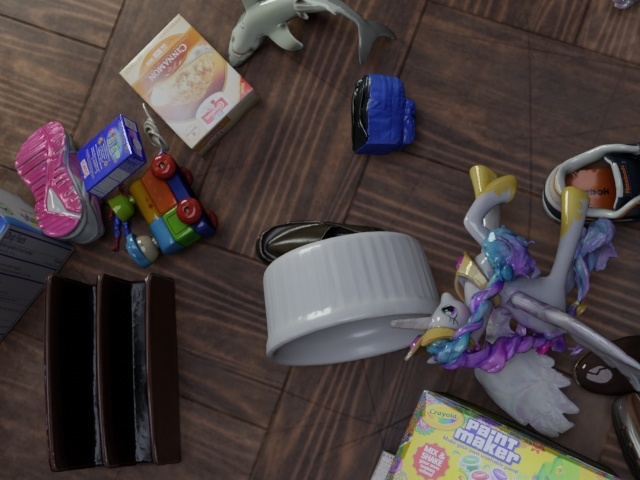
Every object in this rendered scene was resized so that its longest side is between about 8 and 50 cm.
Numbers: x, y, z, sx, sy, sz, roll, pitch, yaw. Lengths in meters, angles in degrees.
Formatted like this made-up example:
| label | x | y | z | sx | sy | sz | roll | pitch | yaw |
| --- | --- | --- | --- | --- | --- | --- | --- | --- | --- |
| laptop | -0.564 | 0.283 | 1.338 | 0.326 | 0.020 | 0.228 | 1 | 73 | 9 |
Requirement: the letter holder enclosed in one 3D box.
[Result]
| label | x | y | z | sx | sy | sz | roll | pitch | yaw |
| --- | --- | --- | --- | --- | --- | --- | --- | --- | --- |
| letter holder | -0.326 | 0.203 | 1.864 | 0.152 | 0.214 | 0.302 | -5 | 81 | 10 |

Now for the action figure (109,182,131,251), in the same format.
| label | x | y | z | sx | sy | sz | roll | pitch | yaw |
| --- | --- | --- | --- | --- | --- | --- | --- | --- | --- |
| action figure | -0.333 | -0.040 | 1.997 | 0.038 | 0.030 | 0.115 | -4 | 79 | 13 |

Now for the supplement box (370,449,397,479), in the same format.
| label | x | y | z | sx | sy | sz | roll | pitch | yaw |
| --- | --- | --- | --- | --- | --- | --- | --- | --- | --- |
| supplement box | 0.097 | 0.374 | 1.841 | 0.036 | 0.062 | 0.098 | 23 | 88 | 13 |

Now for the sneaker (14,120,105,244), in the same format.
| label | x | y | z | sx | sy | sz | roll | pitch | yaw |
| --- | --- | --- | --- | --- | --- | --- | --- | --- | --- |
| sneaker | -0.427 | -0.086 | 1.986 | 0.103 | 0.111 | 0.252 | -27 | 56 | 10 |

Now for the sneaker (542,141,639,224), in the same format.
| label | x | y | z | sx | sy | sz | roll | pitch | yaw |
| --- | --- | --- | --- | --- | --- | --- | --- | --- | --- |
| sneaker | 0.498 | -0.088 | 1.802 | 0.321 | 0.127 | 0.126 | -12 | 79 | 7 |

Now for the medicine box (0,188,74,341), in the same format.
| label | x | y | z | sx | sy | sz | roll | pitch | yaw |
| --- | --- | --- | --- | --- | --- | --- | --- | --- | --- |
| medicine box | -0.576 | 0.060 | 1.905 | 0.149 | 0.263 | 0.289 | 38 | 90 | 13 |

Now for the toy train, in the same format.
| label | x | y | z | sx | sy | sz | roll | pitch | yaw |
| --- | --- | --- | --- | --- | --- | --- | --- | --- | --- |
| toy train | -0.287 | -0.086 | 1.952 | 0.143 | 0.105 | 0.248 | -33 | 75 | 4 |

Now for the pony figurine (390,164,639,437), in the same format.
| label | x | y | z | sx | sy | sz | roll | pitch | yaw |
| --- | --- | --- | --- | --- | --- | --- | --- | --- | --- |
| pony figurine | 0.298 | 0.095 | 1.693 | 0.351 | 0.303 | 0.363 | 33 | 57 | -7 |

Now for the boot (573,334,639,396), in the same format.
| label | x | y | z | sx | sy | sz | roll | pitch | yaw |
| --- | --- | --- | --- | --- | --- | --- | --- | --- | --- |
| boot | 0.491 | 0.171 | 1.723 | 0.248 | 0.207 | 0.090 | -10 | 80 | 9 |

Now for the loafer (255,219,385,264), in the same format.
| label | x | y | z | sx | sy | sz | roll | pitch | yaw |
| --- | --- | --- | --- | --- | --- | --- | --- | --- | --- |
| loafer | 0.000 | 0.000 | 1.902 | 0.220 | 0.078 | 0.080 | -4 | 81 | 10 |

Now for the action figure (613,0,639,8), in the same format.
| label | x | y | z | sx | sy | sz | roll | pitch | yaw |
| --- | --- | --- | --- | --- | --- | --- | --- | --- | --- |
| action figure | 0.617 | -0.469 | 1.837 | 0.275 | 0.248 | 0.370 | -10 | 94 | -33 |

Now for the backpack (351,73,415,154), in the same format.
| label | x | y | z | sx | sy | sz | roll | pitch | yaw |
| --- | --- | --- | --- | --- | --- | --- | --- | --- | --- |
| backpack | 0.099 | -0.203 | 1.907 | 0.101 | 0.098 | 0.120 | 1 | 81 | -19 |

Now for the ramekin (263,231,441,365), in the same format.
| label | x | y | z | sx | sy | sz | roll | pitch | yaw |
| --- | --- | --- | --- | --- | --- | --- | --- | --- | --- |
| ramekin | 0.044 | 0.088 | 1.789 | 0.277 | 0.277 | 0.135 | -14 | 73 | 8 |

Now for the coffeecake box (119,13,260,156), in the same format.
| label | x | y | z | sx | sy | sz | roll | pitch | yaw |
| --- | --- | --- | --- | --- | --- | --- | --- | --- | --- |
| coffeecake box | -0.216 | -0.256 | 1.984 | 0.142 | 0.068 | 0.185 | -45 | 78 | 1 |

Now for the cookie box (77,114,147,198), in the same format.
| label | x | y | z | sx | sy | sz | roll | pitch | yaw |
| --- | --- | --- | --- | --- | --- | --- | --- | --- | --- |
| cookie box | -0.339 | -0.135 | 1.937 | 0.107 | 0.040 | 0.092 | -36 | 52 | 21 |

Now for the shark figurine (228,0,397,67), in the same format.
| label | x | y | z | sx | sy | sz | roll | pitch | yaw |
| --- | --- | --- | --- | --- | --- | --- | --- | --- | --- |
| shark figurine | -0.024 | -0.378 | 1.955 | 0.278 | 0.116 | 0.166 | -1 | 116 | 18 |

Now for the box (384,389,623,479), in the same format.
| label | x | y | z | sx | sy | sz | roll | pitch | yaw |
| --- | --- | --- | --- | --- | --- | --- | --- | --- | --- |
| box | 0.257 | 0.350 | 1.705 | 0.290 | 0.279 | 0.177 | 24 | 87 | 13 |

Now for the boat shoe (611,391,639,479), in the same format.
| label | x | y | z | sx | sy | sz | roll | pitch | yaw |
| --- | --- | --- | --- | --- | --- | --- | --- | --- | --- |
| boat shoe | 0.539 | 0.355 | 1.741 | 0.116 | 0.123 | 0.324 | -31 | 88 | -1 |
